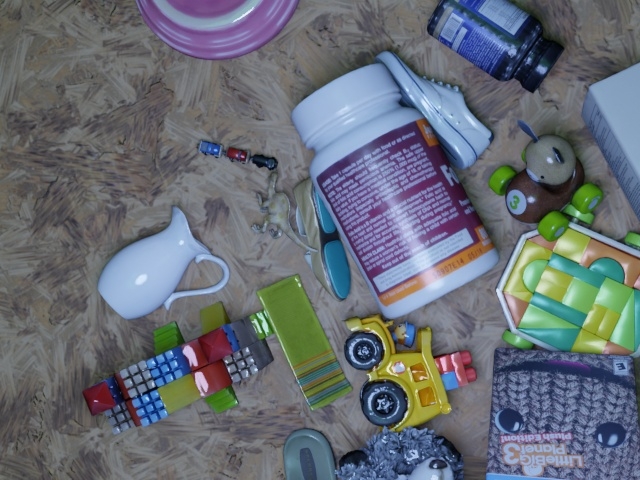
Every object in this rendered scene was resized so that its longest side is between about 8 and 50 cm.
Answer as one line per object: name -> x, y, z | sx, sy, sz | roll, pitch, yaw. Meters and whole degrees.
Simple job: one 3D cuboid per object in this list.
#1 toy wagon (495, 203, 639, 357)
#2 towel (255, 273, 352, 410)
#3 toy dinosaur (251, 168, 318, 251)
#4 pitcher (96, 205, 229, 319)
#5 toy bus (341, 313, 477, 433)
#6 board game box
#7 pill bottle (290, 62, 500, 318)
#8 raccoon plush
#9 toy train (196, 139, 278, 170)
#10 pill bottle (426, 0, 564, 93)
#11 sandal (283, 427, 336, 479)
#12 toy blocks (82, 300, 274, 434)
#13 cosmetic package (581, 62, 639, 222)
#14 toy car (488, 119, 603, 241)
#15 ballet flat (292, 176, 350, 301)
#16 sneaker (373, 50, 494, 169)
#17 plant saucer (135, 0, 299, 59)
toy wagon -> 0.486, 0.106, 1.583 | 0.344, 0.068, 0.267 | 25, 94, 8
towel -> -0.028, 0.183, 1.649 | 0.021, 0.102, 0.237 | -29, 84, 48
toy dinosaur -> -0.078, -0.040, 1.649 | 0.092, 0.053, 0.183 | -41, 65, 41
pitcher -> -0.288, 0.066, 1.680 | 0.207, 0.125, 0.178 | -42, 100, -5
toy bus -> 0.155, 0.216, 1.597 | 0.211, 0.149, 0.220 | -19, 85, 1
board game box -> 0.388, 0.331, 1.470 | 0.232, 0.291, 0.141 | 2, 130, 12
pill bottle -> 0.120, -0.085, 1.559 | 0.224, 0.224, 0.392 | -28, 87, 8
raccoon plush -> 0.173, 0.513, 1.452 | 0.216, 0.299, 0.446 | -15, 115, -3
toy train -> -0.157, -0.158, 1.692 | 0.158, 0.036, 0.027 | 14, 92, 8
pill bottle -> 0.305, -0.354, 1.581 | 0.219, 0.123, 0.123 | 36, 95, 6
sandal -> -0.007, 0.494, 1.647 | 0.120, 0.086, 0.303 | -18, 88, 8
toy blocks -> -0.252, 0.239, 1.595 | 0.381, 0.261, 0.191 | -25, 87, 8
cosmetic package -> 0.560, -0.132, 1.503 | 0.129, 0.153, 0.296 | -26, 76, 5
toy car -> 0.367, -0.118, 1.512 | 0.149, 0.188, 0.155 | -39, 59, -3
ballet flat -> 0.000, 0.000, 1.663 | 0.073, 0.080, 0.232 | -13, 85, 36
sneaker -> 0.201, -0.244, 1.624 | 0.091, 0.094, 0.258 | -40, 87, -14
plant saucer -> -0.196, -0.502, 1.674 | 0.332, 0.084, 0.332 | 0, 91, 8
